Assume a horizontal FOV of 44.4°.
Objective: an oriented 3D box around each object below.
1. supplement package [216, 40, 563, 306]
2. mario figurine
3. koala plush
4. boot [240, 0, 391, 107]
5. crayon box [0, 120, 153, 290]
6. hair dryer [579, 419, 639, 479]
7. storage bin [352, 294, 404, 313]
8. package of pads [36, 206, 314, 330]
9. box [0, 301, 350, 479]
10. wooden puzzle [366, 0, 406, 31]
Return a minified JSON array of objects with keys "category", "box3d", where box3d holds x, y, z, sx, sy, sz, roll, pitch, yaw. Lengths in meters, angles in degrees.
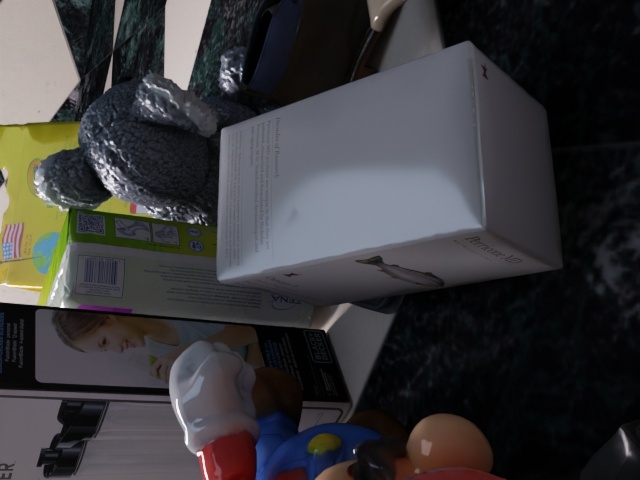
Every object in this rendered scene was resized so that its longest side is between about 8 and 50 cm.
[{"category":"supplement package","box3d":[0.037,-0.028,0.471,0.179,0.105,0.105,-13,69,36]},{"category":"mario figurine","box3d":[0.034,0.123,0.406,0.320,0.198,0.170,-168,66,-78]},{"category":"koala plush","box3d":[-0.133,-0.080,0.724,0.196,0.221,0.203,-28,74,18]},{"category":"boot","box3d":[0.005,-0.208,0.663,0.082,0.106,0.219,33,112,62]},{"category":"crayon box","box3d":[-0.242,-0.037,0.917,0.081,0.318,0.202,33,-120,-72]},{"category":"hair dryer","box3d":[0.223,0.034,0.214,0.223,0.080,0.294,37,120,38]},{"category":"storage bin","box3d":[0.000,0.000,0.629,0.135,0.091,0.098,10,92,63]},{"category":"package of pads","box3d":[-0.158,0.094,0.767,0.296,0.229,0.101,-50,40,49]},{"category":"box","box3d":[-0.143,0.148,0.648,0.169,0.289,0.087,-62,32,33]},{"category":"wooden puzzle","box3d":[0.093,-0.295,0.537,0.238,0.044,0.221,-35,51,40]}]
